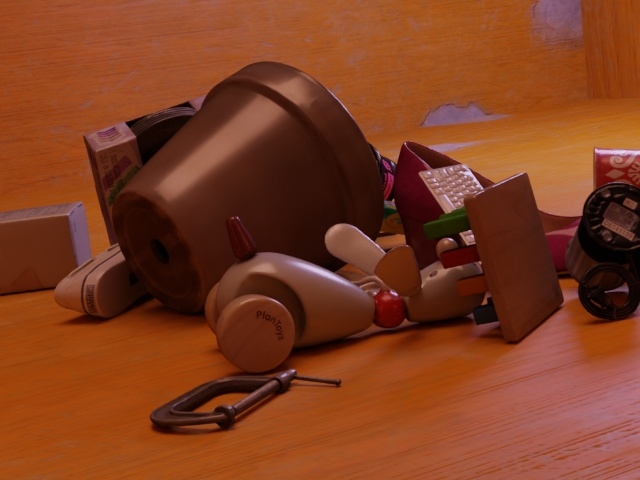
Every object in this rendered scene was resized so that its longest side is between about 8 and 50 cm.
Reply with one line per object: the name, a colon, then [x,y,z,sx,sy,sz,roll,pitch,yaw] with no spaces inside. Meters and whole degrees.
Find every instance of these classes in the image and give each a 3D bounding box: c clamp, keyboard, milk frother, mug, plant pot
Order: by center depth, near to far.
c clamp: [-0.080,0.150,1.051,0.137,0.022,0.160,0,12,34]
milk frother: [0.327,0.031,1.257,0.143,0.129,0.135,-38,-20,-12]
keyboard: [0.210,-0.014,1.406,0.072,0.014,0.256,-7,44,-22]
plant pot: [-0.123,-0.049,1.511,0.280,0.323,0.323,-34,24,-33]
mug: [0.539,-0.105,1.810,0.169,0.113,0.150,-1,13,13]

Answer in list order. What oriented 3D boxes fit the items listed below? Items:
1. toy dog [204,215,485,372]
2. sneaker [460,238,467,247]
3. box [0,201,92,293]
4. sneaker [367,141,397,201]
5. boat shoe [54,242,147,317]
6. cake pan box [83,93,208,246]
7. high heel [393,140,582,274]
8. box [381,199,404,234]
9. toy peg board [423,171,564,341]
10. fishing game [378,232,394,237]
toy dog: [0.012,0.034,1.238,0.333,0.161,0.220,-14,13,-35]
sneaker: [0.212,0.000,1.644,0.135,0.052,0.058,-15,20,-2]
box: [-0.546,0.021,1.804,0.311,0.121,0.148,-7,10,-1]
sneaker: [0.031,-0.131,1.812,0.202,0.185,0.483,6,-10,7]
boat shoe: [-0.286,0.046,1.595,0.088,0.096,0.267,2,21,23]
cake pan box: [-0.228,-0.093,1.731,0.246,0.267,0.070,-21,41,-20]
high heel: [0.263,-0.051,1.481,0.377,0.181,0.127,-1,12,32]
box: [0.155,-0.031,1.723,0.179,0.043,0.105,6,9,-5]
toy peg board: [0.192,0.021,1.227,0.079,0.161,0.161,-14,5,33]
fishing game: [0.000,0.000,1.794,0.189,0.041,0.264,-8,6,-40]
